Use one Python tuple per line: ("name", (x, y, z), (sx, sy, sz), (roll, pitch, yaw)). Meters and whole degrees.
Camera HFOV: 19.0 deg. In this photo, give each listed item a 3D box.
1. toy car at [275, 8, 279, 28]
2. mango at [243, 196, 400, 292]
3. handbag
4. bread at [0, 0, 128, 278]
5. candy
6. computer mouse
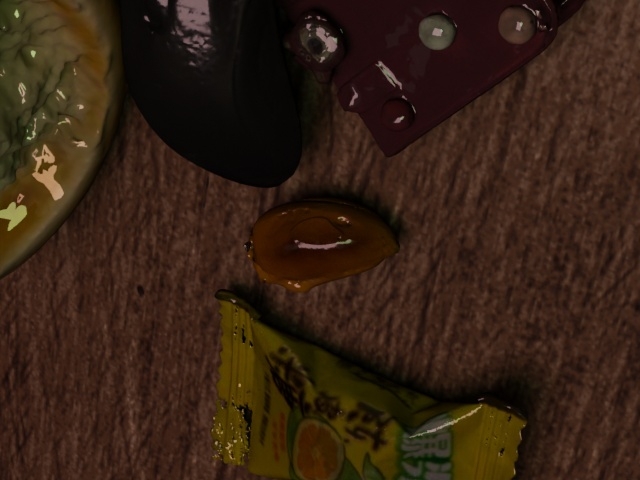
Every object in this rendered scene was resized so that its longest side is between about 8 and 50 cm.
("toy car", (-0.074, -0.172, 1.474), (0.093, 0.025, 0.041), (15, 123, 23))
("mango", (0.000, 0.000, 1.505), (0.127, 0.063, 0.077), (-8, 143, 27))
("handbag", (0.057, -0.187, 1.362), (0.216, 0.074, 0.203), (-34, 96, 38))
("bread", (-0.321, -0.115, 1.443), (0.245, 0.329, 0.424), (27, 154, 17))
("candy", (0.031, 0.160, 1.571), (0.297, 0.081, 0.187), (25, 126, 29))
("computer mouse", (-0.092, -0.131, 1.427), (0.147, 0.088, 0.264), (26, 139, 37))
